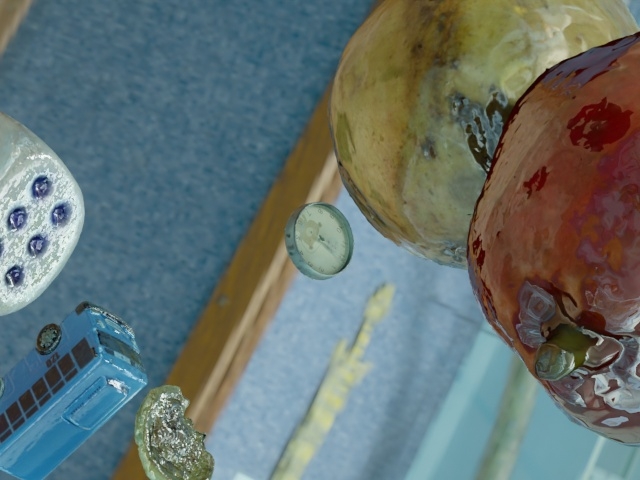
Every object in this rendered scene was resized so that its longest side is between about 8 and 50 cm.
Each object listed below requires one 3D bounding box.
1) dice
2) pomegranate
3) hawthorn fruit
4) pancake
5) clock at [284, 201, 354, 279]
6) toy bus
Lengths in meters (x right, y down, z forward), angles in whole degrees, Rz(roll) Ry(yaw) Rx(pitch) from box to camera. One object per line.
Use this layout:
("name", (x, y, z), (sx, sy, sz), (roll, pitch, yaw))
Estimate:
("dice", (-0.411, -0.036, 1.825), (0.193, 0.192, 0.194), (-53, 147, -22))
("pomegranate", (0.158, -0.114, 1.388), (0.322, 0.322, 0.322), (-32, 132, -43))
("hawthorn fruit", (0.220, 0.004, 0.989), (0.307, 0.265, 0.265), (-39, 138, -50))
("pancake", (-0.168, 0.231, 1.752), (0.129, 0.022, 0.116), (59, 32, -11))
("clock", (0.000, 0.000, 1.625), (0.085, 0.017, 0.085), (11, 71, -36))
("toy bus", (-0.274, 0.162, 1.625), (0.185, 0.106, 0.090), (-42, 137, 10))
